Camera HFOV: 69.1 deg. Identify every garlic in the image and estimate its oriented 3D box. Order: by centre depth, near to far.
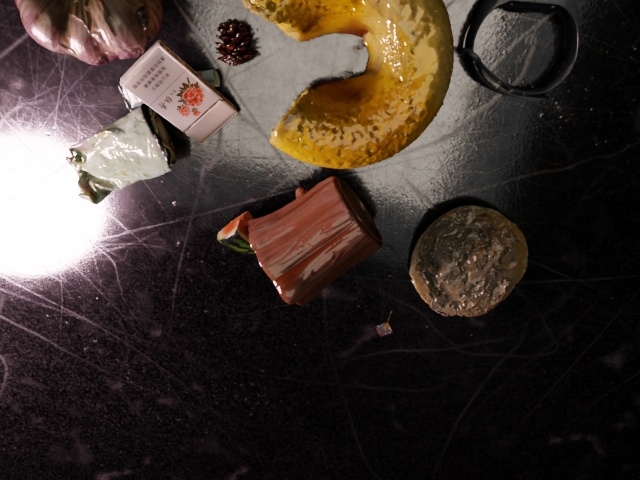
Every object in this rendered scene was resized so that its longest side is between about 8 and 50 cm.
[{"bbox_3d":[-0.396,-0.412,0.816,0.245,0.160,0.244,4,74,-15],"label":"garlic"}]

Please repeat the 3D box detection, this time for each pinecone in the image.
[{"bbox_3d":[-0.163,-0.373,0.877,0.077,0.077,0.083,-6,114,6],"label":"pinecone"}]

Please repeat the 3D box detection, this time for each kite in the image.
[{"bbox_3d":[0.158,0.208,1.158,0.044,0.002,0.078,-3,115,5],"label":"kite"}]

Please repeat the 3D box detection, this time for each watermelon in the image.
[{"bbox_3d":[-0.181,-0.021,1.034,0.135,0.125,0.094,10,88,36],"label":"watermelon"}]

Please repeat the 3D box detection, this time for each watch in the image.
[{"bbox_3d":[0.365,-0.360,0.859,0.207,0.068,0.192,3,113,0],"label":"watch"}]

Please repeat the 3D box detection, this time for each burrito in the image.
[{"bbox_3d":[-0.419,-0.175,0.976,0.229,0.089,0.143,-22,97,12],"label":"burrito"}]

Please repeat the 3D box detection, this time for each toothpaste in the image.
[{"bbox_3d":[-0.306,-0.310,0.937,0.205,0.036,0.056,-7,121,10],"label":"toothpaste"}]

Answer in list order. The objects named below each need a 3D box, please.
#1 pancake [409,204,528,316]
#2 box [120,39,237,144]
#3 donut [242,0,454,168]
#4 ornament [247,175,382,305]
[{"bbox_3d":[0.331,0.051,1.052,0.283,0.049,0.282,1,115,3],"label":"pancake"},{"bbox_3d":[-0.267,-0.278,0.898,0.109,0.029,0.198,-36,138,17],"label":"box"},{"bbox_3d":[0.059,-0.336,0.833,0.378,0.163,0.434,-11,112,7],"label":"donut"},{"bbox_3d":[0.000,0.000,0.976,0.218,0.235,0.221,-34,133,13],"label":"ornament"}]
